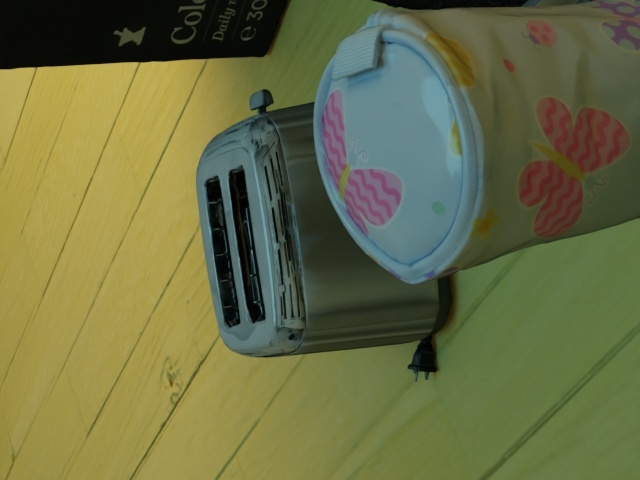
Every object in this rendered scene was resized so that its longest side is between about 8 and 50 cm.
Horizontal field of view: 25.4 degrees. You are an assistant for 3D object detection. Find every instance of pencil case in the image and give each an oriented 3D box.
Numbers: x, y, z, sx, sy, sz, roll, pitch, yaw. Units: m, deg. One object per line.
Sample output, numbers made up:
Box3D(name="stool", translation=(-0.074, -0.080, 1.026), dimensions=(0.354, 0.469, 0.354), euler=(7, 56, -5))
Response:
Box3D(name="pencil case", translation=(0.129, -0.066, 0.693), dimensions=(0.113, 0.273, 0.124), euler=(16, 116, 51))

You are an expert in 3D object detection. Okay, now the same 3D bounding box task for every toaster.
Box3D(name="toaster", translation=(0.000, 0.000, 1.042), dimensions=(0.129, 0.146, 0.227), euler=(-13, 84, 60))

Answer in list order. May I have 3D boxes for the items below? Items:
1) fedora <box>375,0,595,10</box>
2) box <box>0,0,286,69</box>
Box3D(name="fedora", translation=(0.079, -0.257, 0.853), dimensions=(0.334, 0.152, 0.334), euler=(18, 111, 57))
Box3D(name="box", translation=(-0.228, -0.391, 1.036), dimensions=(0.297, 0.471, 0.480), euler=(61, 143, 34))
